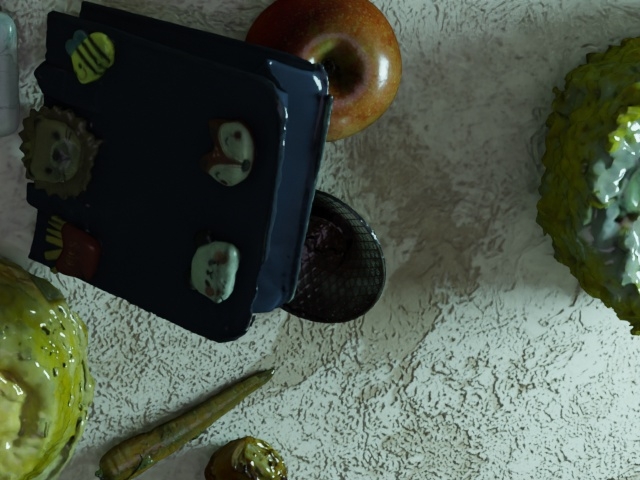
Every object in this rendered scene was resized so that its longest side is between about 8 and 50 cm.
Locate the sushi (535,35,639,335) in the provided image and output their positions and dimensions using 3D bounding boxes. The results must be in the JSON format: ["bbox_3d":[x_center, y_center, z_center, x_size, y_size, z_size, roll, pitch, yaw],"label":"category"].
[{"bbox_3d":[0.457,-0.076,1.621,0.396,0.240,0.351,-19,107,-9],"label":"sushi"}]

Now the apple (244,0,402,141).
[{"bbox_3d":[-0.001,-0.196,1.530,0.181,0.168,0.181,-1,102,-4],"label":"apple"}]

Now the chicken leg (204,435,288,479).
[{"bbox_3d":[-0.099,0.359,1.720,0.107,0.087,0.251,12,111,6],"label":"chicken leg"}]

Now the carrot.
[{"bbox_3d":[-0.164,0.226,1.684,0.254,0.049,0.049,-31,110,-6],"label":"carrot"}]

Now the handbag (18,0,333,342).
[{"bbox_3d":[-0.174,-0.076,1.475,0.329,0.122,0.303,18,114,17],"label":"handbag"}]

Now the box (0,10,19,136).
[{"bbox_3d":[-0.477,-0.182,1.500,0.285,0.044,0.142,-2,110,-11],"label":"box"}]

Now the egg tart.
[{"bbox_3d":[-0.408,0.187,1.551,0.345,0.132,0.345,-9,111,-25],"label":"egg tart"}]

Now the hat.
[{"bbox_3d":[0.000,0.000,1.637,0.193,0.082,0.193,12,127,17],"label":"hat"}]
